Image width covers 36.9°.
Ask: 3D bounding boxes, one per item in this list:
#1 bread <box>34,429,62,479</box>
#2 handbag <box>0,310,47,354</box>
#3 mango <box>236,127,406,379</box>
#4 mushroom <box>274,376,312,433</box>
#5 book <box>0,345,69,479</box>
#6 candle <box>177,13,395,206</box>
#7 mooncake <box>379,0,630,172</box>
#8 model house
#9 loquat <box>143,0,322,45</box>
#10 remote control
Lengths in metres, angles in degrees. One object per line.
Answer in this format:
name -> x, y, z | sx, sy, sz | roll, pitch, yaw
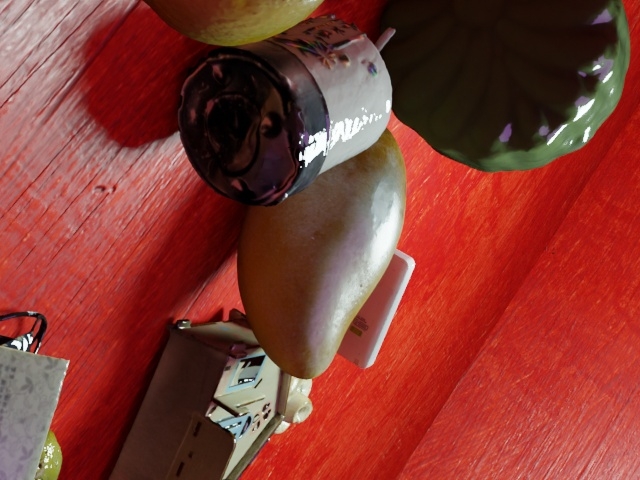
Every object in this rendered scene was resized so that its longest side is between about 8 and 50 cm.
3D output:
bread -> -0.367, 0.311, 1.147 | 0.188, 0.065, 0.149 | -65, 163, 9
handbag -> -0.331, 0.122, 0.997 | 0.139, 0.072, 0.115 | -51, 158, -56
mango -> 0.000, 0.000, 1.334 | 0.221, 0.199, 0.384 | 19, 79, -39
mushroom -> -0.072, 0.270, 1.666 | 0.148, 0.112, 0.148 | -36, 144, -31
book -> -0.381, 0.179, 0.716 | 0.379, 0.031, 0.264 | 24, 75, -47
candle -> -0.012, -0.173, 1.148 | 0.330, 0.187, 0.187 | -34, 147, -48
mooncake -> 0.262, -0.280, 1.388 | 0.356, 0.356, 0.194 | -62, 161, 6
model house -> -0.151, 0.266, 1.418 | 0.326, 0.169, 0.244 | -66, 160, 12
loquat -> -0.082, -0.284, 0.825 | 0.244, 0.244, 0.244 | -47, 155, -30
remote control -> 0.096, 0.124, 1.862 | 0.034, 0.103, 0.250 | -16, 131, -57
